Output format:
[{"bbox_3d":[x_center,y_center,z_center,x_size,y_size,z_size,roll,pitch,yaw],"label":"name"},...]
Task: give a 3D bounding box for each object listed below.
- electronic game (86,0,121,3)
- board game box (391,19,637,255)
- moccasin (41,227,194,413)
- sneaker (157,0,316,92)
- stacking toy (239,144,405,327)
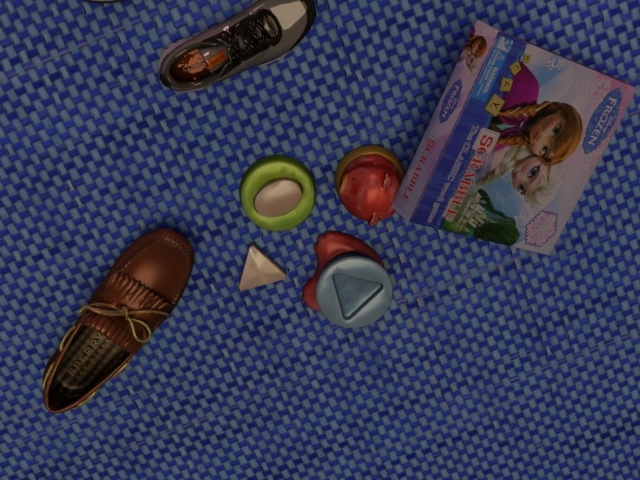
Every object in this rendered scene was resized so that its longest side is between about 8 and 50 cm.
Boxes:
[{"bbox_3d":[-0.333,-0.474,1.411,0.229,0.048,0.229,-1,111,-3],"label":"electronic game"},{"bbox_3d":[0.312,-0.150,1.500,0.318,0.066,0.318,11,112,-33],"label":"board game box"},{"bbox_3d":[-0.348,0.138,1.583,0.139,0.147,0.380,42,103,-16],"label":"moccasin"},{"bbox_3d":[-0.128,-0.300,1.457,0.272,0.108,0.100,-27,108,5],"label":"sneaker"},{"bbox_3d":[0.000,0.000,1.564,0.280,0.130,0.309,4,110,-5],"label":"stacking toy"}]
